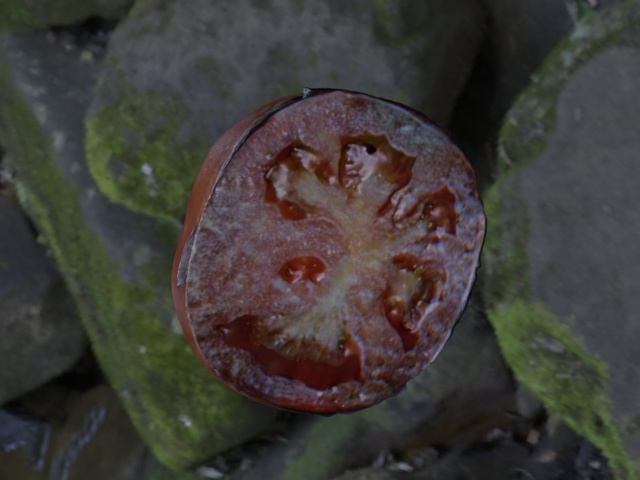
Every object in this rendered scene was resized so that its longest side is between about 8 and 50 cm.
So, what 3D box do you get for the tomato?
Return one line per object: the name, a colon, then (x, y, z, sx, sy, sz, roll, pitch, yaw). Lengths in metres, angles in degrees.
tomato: (-0.001, 0.001, 0.907, 0.225, 0.225, 0.085, -62, 27, 2)
